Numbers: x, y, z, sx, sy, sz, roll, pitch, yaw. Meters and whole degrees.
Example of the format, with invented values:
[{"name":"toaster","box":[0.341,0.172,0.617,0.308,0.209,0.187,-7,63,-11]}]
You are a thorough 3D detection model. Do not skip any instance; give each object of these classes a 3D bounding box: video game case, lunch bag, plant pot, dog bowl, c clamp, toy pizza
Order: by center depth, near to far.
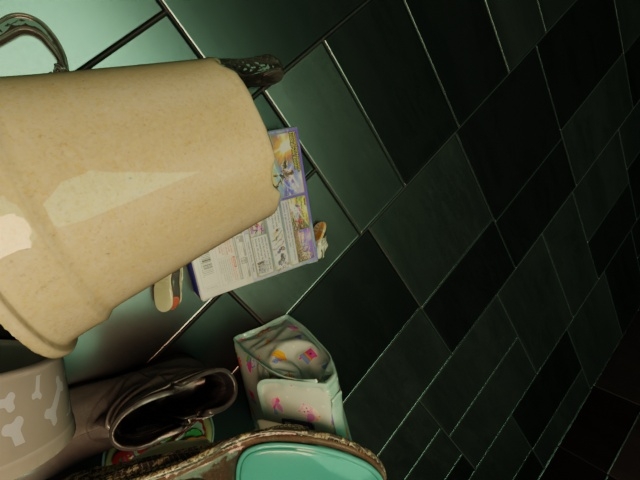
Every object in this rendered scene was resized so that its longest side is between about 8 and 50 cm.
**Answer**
[{"name":"dog bowl","box":[-0.461,0.179,0.436,0.349,0.349,0.102,6,84,-34]},{"name":"plant pot","box":[-0.234,-0.080,0.507,0.306,0.334,0.333,-26,113,-21]},{"name":"c clamp","box":[-0.418,-0.225,0.562,0.160,0.022,0.137,-49,116,-13]},{"name":"video game case","box":[-0.139,-0.056,0.751,0.245,0.061,0.269,-18,109,-27]},{"name":"toy pizza","box":[-0.295,0.393,0.762,0.202,0.032,0.201,-7,104,-32]},{"name":"lunch bag","box":[-0.043,0.296,0.768,0.160,0.262,0.223,-19,111,-29]}]

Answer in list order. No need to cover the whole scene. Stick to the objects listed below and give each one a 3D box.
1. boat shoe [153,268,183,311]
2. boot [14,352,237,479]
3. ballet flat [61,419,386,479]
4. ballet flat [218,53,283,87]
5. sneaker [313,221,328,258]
[{"name":"boat shoe","box":[-0.262,0.055,0.708,0.043,0.049,0.136,-23,117,-74]},{"name":"boot","box":[-0.310,0.262,0.599,0.339,0.223,0.118,-26,94,-30]},{"name":"ballet flat","box":[-0.149,0.353,0.610,0.484,0.182,0.163,-1,95,-19]},{"name":"ballet flat","box":[-0.147,-0.297,0.715,0.173,0.049,0.057,-14,152,-29]},{"name":"sneaker","box":[0.000,0.000,0.878,0.037,0.032,0.083,6,102,-48]}]
